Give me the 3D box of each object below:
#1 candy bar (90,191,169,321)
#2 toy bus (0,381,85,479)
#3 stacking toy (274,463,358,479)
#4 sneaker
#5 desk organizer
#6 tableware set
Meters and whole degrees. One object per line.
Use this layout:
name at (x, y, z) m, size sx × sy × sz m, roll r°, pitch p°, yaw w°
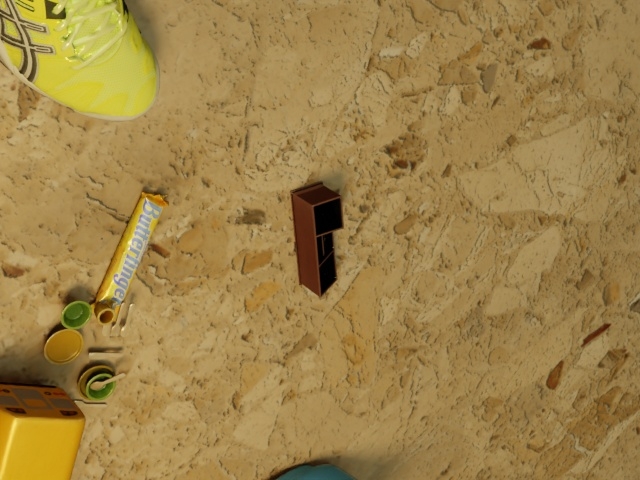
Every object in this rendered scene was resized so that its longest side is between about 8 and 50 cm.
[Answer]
candy bar at (-0.220, 0.016, 1.674) m, size 0.040 × 0.018 × 0.161 m, roll 20°, pitch 99°, yaw -37°
toy bus at (-0.367, 0.323, 1.639) m, size 0.108 × 0.130 × 0.332 m, roll 8°, pitch 106°, yaw -35°
stacking toy at (-0.004, 0.462, 1.941) m, size 0.175 × 0.166 × 0.301 m, roll -29°, pitch 136°, yaw -34°
sneaker at (-0.275, -0.250, 1.439) m, size 0.145 × 0.147 × 0.384 m, roll -46°, pitch 131°, yaw -11°
desk organizer at (0.000, 0.000, 1.789) m, size 0.047 × 0.050 × 0.130 m, roll -19°, pitch 119°, yaw -26°
tableware set at (-0.271, 0.138, 1.678) m, size 0.104 × 0.024 × 0.154 m, roll 5°, pitch 115°, yaw -34°
